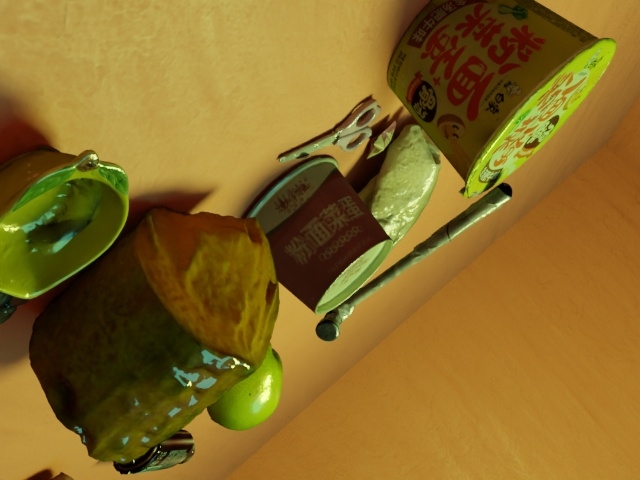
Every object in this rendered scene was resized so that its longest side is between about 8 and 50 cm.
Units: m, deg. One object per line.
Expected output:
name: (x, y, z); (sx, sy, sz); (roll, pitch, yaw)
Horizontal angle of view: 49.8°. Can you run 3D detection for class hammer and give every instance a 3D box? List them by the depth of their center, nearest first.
hammer: (0.159, 0.037, 1.207); (0.427, 0.044, 0.152); (-38, -172, 31)

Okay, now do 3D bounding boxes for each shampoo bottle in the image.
shampoo bottle: (-0.388, 0.510, 1.683); (0.129, 0.084, 0.323); (-38, 163, -3)

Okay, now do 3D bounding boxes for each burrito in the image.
burrito: (0.133, -0.079, 1.339); (0.332, 0.135, 0.190); (-51, 163, 23)

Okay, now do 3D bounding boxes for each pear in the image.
pear: (-0.167, 0.320, 1.576); (0.220, 0.187, 0.187); (-65, 159, 8)

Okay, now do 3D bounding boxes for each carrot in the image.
carrot: (-0.201, 0.111, 0.883); (0.340, 0.241, 0.241); (-41, 163, 3)

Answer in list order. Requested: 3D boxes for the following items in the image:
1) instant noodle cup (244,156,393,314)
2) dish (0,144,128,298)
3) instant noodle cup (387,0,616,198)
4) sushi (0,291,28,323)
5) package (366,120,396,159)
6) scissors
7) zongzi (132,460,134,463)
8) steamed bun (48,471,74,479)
instant noodle cup: (0.000, 0.000, 1.163); (0.234, 0.178, 0.235); (-40, 163, -15)
dish: (-0.268, -0.033, 0.664); (0.148, 0.080, 0.208); (-14, 148, -51)
instant noodle cup: (0.259, -0.249, 1.069); (0.311, 0.221, 0.311); (-37, 161, -15)
sushi: (-0.328, 0.041, 0.787); (0.201, 0.031, 0.139); (-37, 161, -19)
package: (0.108, -0.176, 1.234); (0.059, 0.029, 0.083); (-45, 175, -17)
scissors: (0.017, -0.159, 1.090); (0.212, 0.021, 0.110); (-31, 157, -37)
zongzi: (-0.424, 0.428, 1.478); (0.067, 0.073, 0.083); (93, 7, -66)
steamed bun: (-0.550, 0.623, 1.329); (0.251, 0.199, 0.301); (-14, 139, -43)
